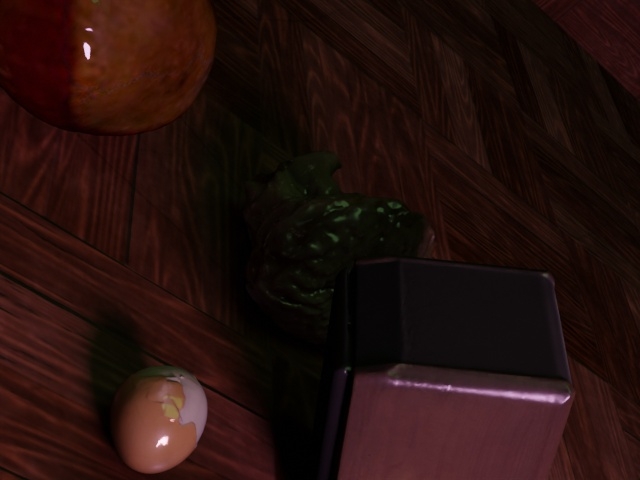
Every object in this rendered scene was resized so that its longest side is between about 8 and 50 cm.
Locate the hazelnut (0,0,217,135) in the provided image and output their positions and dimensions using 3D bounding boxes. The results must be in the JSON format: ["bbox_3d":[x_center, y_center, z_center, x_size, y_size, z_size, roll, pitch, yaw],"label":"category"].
[{"bbox_3d":[-0.198,-0.198,1.014,0.229,0.229,0.229,37,30,-26],"label":"hazelnut"}]

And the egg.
[{"bbox_3d":[-0.119,0.132,0.846,0.071,0.071,0.083,35,34,-28],"label":"egg"}]

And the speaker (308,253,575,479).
[{"bbox_3d":[0.093,0.146,0.933,0.192,0.231,0.153,6,37,-1],"label":"speaker"}]

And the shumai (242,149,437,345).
[{"bbox_3d":[0.000,0.000,1.136,0.206,0.166,0.175,24,15,-44],"label":"shumai"}]
